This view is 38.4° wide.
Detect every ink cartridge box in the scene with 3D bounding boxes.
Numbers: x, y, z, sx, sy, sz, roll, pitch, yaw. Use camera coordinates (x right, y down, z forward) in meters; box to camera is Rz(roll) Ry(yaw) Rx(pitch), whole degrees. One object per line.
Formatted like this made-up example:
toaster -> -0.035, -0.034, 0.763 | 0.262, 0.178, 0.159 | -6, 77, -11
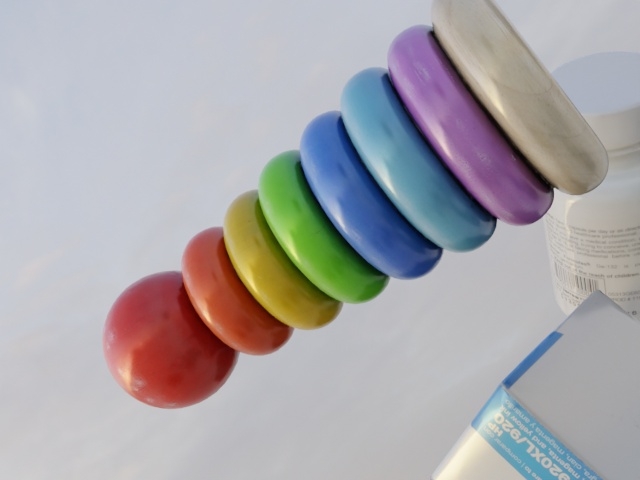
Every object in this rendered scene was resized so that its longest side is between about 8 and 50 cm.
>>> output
ink cartridge box -> 0.196, 0.198, 0.741 | 0.171, 0.168, 0.233 | -31, -25, -43

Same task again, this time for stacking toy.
stacking toy -> 0.000, 0.000, 0.558 | 0.330, 0.141, 0.141 | -38, -18, 17

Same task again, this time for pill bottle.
pill bottle -> 0.260, -0.041, 0.810 | 0.131, 0.131, 0.229 | -36, -52, -23
